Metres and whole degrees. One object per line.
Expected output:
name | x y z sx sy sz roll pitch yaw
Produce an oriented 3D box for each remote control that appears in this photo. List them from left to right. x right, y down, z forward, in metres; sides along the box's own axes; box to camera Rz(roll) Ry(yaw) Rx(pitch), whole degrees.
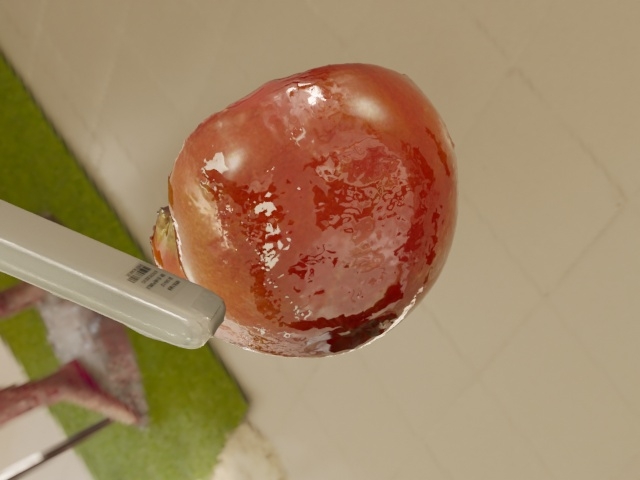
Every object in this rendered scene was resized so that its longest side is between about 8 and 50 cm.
remote control | -0.174 -0.002 0.706 0.261 0.067 0.029 23 103 2

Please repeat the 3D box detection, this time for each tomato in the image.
tomato | 0.000 0.000 0.891 0.233 0.200 0.139 108 141 -62
